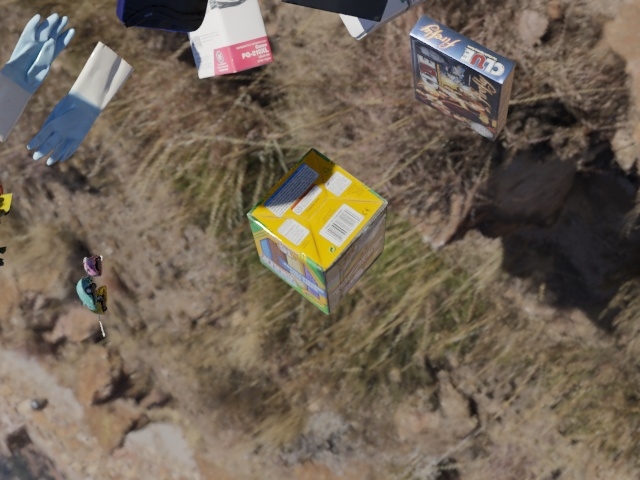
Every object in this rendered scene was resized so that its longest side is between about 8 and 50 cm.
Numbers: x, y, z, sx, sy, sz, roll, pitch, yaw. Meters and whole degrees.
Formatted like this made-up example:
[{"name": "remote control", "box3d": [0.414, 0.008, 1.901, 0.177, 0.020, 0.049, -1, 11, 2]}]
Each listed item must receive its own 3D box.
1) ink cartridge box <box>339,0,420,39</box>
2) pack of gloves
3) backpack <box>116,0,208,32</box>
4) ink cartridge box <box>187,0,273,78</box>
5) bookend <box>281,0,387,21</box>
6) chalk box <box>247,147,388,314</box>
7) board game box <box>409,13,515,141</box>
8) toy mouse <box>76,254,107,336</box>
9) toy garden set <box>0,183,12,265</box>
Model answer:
[{"name": "ink cartridge box", "box3d": [0.123, -0.492, 1.608, 0.160, 0.219, 0.092, 57, 161, -7]}, {"name": "pack of gloves", "box3d": [-0.455, -0.254, 1.475, 0.046, 0.232, 0.195, 32, 177, 46]}, {"name": "backpack", "box3d": [-0.222, -0.352, 1.246, 0.101, 0.120, 0.098, -121, 41, -53]}, {"name": "ink cartridge box", "box3d": [-0.201, -0.458, 1.777, 0.172, 0.100, 0.237, 9, 117, 58]}, {"name": "bookend", "box3d": [0.024, -0.426, 1.353, 0.072, 0.156, 0.157, 111, 163, -50]}, {"name": "chalk box", "box3d": [0.000, 0.000, 1.634, 0.179, 0.180, 0.289, 37, 162, 15]}, {"name": "board game box", "box3d": [0.228, -0.258, 1.434, 0.165, 0.042, 0.243, 32, 172, 15]}, {"name": "toy mouse", "box3d": [-0.429, 0.076, 1.643, 0.143, 0.031, 0.161, 83, -178, -55]}, {"name": "toy garden set", "box3d": [-0.599, 0.036, 1.509, 0.244, 0.049, 0.204, -41, 38, 29]}]
